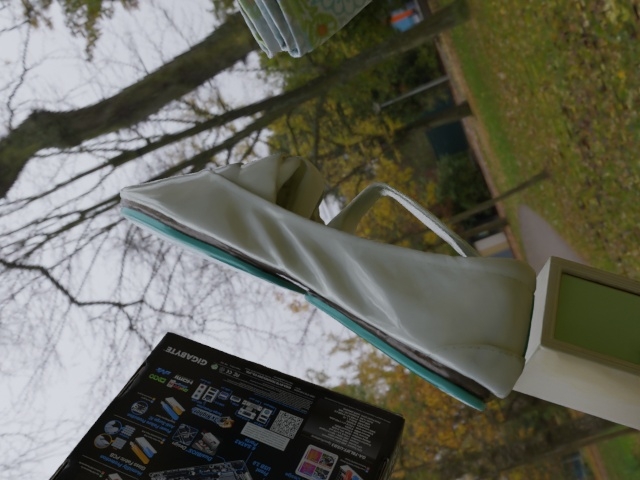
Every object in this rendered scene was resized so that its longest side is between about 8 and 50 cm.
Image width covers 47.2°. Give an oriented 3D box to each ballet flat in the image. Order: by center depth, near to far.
[{"bbox_3d":[0.000,0.000,0.628,0.400,0.139,0.139,25,168,29],"label":"ballet flat"}]

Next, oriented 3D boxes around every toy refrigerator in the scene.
[{"bbox_3d":[0.318,0.111,0.652,0.094,0.270,0.102,101,-171,-53],"label":"toy refrigerator"}]

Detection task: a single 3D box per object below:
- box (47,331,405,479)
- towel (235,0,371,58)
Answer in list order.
[{"bbox_3d":[-0.101,0.252,0.720,0.293,0.296,0.073,-58,-21,-44],"label":"box"},{"bbox_3d":[0.013,-0.423,0.780,0.090,0.374,0.320,33,162,43],"label":"towel"}]
